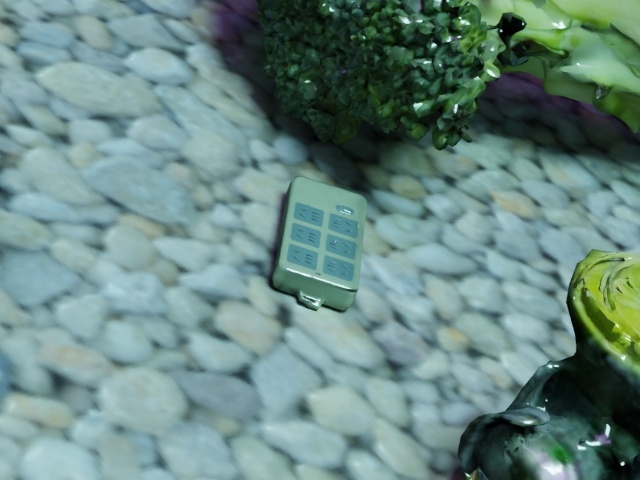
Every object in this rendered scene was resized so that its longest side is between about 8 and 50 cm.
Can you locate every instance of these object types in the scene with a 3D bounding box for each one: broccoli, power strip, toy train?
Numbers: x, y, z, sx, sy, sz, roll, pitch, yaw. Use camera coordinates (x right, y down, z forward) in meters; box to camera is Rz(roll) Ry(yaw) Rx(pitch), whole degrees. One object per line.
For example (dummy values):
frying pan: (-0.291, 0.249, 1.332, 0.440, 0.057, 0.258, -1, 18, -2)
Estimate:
broccoli: (0.137, -0.145, 1.042, 0.361, 0.221, 0.252, 7, 43, -41)
power strip: (0.000, 0.000, 0.903, 0.040, 0.016, 0.090, 18, 34, -7)
toy train: (0.183, 0.094, 0.780, 0.261, 0.134, 0.177, -9, 46, -39)
